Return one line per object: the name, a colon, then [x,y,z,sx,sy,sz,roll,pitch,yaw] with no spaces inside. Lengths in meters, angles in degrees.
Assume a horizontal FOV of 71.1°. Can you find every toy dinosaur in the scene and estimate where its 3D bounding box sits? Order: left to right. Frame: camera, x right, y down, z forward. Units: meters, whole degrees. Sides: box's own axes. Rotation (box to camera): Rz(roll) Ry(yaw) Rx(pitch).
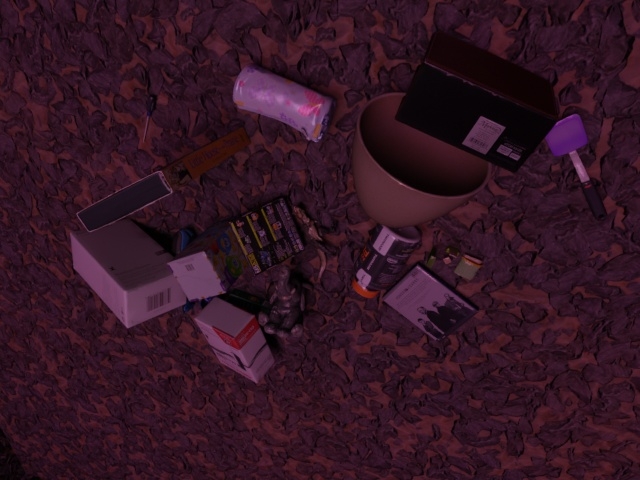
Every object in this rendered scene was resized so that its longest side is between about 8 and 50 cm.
toy dinosaur: [0.000,0.000,1.391,0.118,0.064,0.268,-2,118,37]

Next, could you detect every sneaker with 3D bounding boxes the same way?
sneaker: [-0.516,0.105,1.584,0.140,0.125,0.340,20,119,13]

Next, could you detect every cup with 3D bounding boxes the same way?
cup: [0.210,-0.165,1.112,0.331,0.331,0.237,29,144,2]

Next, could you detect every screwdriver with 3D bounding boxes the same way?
screwdriver: [-0.540,-0.375,1.395,0.024,0.025,0.170,30,121,1]

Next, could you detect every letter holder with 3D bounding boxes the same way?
letter holder: [0.354,-0.326,1.027,0.302,0.214,0.152,24,137,0]

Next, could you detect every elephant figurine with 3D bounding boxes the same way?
elephant figurine: [-0.100,0.188,1.479,0.169,0.186,0.239,10,96,-26]

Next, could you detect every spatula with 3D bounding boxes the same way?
spatula: [0.642,-0.168,1.103,0.084,0.030,0.296,-24,108,29]

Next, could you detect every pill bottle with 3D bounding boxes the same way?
pill bottle: [0.181,0.056,1.318,0.130,0.130,0.245,28,122,3]

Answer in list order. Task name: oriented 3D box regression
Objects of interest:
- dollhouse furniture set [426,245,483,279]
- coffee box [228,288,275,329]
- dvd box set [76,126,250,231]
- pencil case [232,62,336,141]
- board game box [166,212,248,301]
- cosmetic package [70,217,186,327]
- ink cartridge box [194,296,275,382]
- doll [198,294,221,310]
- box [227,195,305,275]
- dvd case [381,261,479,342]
dollhouse furniture set: [0.388,0.070,1.298,0.152,0.058,0.076,23,122,6]
coffee box: [-0.243,0.253,1.617,0.184,0.040,0.113,17,123,9]
dvd box set: [-0.404,-0.178,1.221,0.308,0.420,0.062,-20,109,25]
pencil case: [-0.094,-0.367,1.196,0.273,0.113,0.124,26,113,5]
board game box: [-0.316,0.046,1.394,0.144,0.275,0.142,-16,111,25]
cosmetic package: [-0.637,0.092,1.484,0.385,0.217,0.156,33,127,29]
ink cartridge box: [-0.295,0.352,1.577,0.197,0.114,0.272,17,141,32]
doll: [-0.405,0.240,1.656,0.129,0.046,0.189,40,127,22]
box: [-0.163,-0.014,1.383,0.184,0.045,0.190,-27,108,-12]
dvd case: [0.339,0.197,1.399,0.239,0.029,0.179,38,122,-3]
